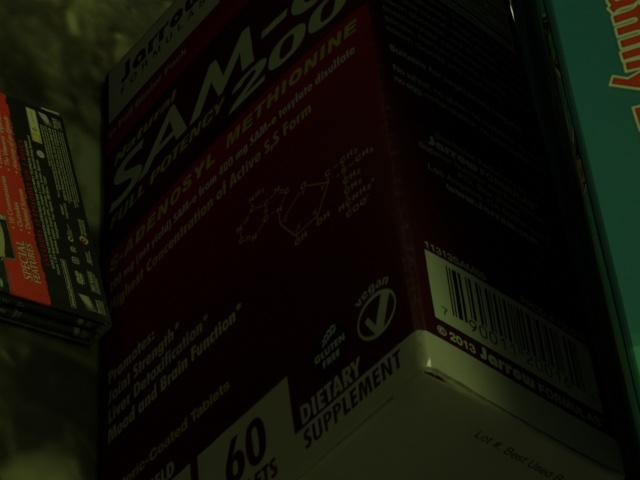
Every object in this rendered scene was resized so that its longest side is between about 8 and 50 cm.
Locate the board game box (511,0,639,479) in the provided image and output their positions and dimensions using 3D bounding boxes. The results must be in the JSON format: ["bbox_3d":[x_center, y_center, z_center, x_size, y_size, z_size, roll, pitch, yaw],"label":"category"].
[{"bbox_3d":[0.118,0.032,0.551,0.254,0.079,0.336,70,9,-59],"label":"board game box"}]

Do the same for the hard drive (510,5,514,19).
[{"bbox_3d":[-0.026,-0.271,0.882,0.233,0.047,0.353,33,34,-50],"label":"hard drive"}]

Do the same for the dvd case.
[{"bbox_3d":[-0.117,-0.020,0.557,0.119,0.013,0.087,21,38,-41],"label":"dvd case"}]

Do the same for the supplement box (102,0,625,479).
[{"bbox_3d":[0.000,0.000,0.570,0.073,0.130,0.239,30,33,-28],"label":"supplement box"}]
